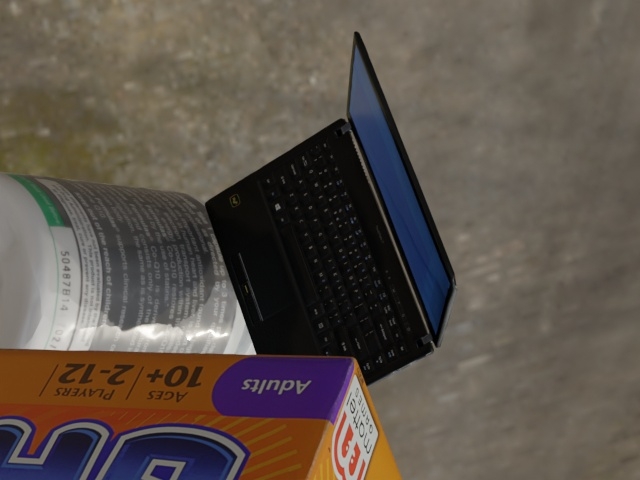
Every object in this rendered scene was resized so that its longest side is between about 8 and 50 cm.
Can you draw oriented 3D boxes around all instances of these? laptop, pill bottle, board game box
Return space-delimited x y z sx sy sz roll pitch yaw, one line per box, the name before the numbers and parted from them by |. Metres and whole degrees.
laptop | 0.000 0.000 1.449 0.264 0.234 0.136 -30 157 26
pill bottle | -0.197 0.048 1.598 0.204 0.204 0.361 -32 158 33
board game box | -0.141 0.313 1.031 0.356 0.356 0.356 -1 132 24
